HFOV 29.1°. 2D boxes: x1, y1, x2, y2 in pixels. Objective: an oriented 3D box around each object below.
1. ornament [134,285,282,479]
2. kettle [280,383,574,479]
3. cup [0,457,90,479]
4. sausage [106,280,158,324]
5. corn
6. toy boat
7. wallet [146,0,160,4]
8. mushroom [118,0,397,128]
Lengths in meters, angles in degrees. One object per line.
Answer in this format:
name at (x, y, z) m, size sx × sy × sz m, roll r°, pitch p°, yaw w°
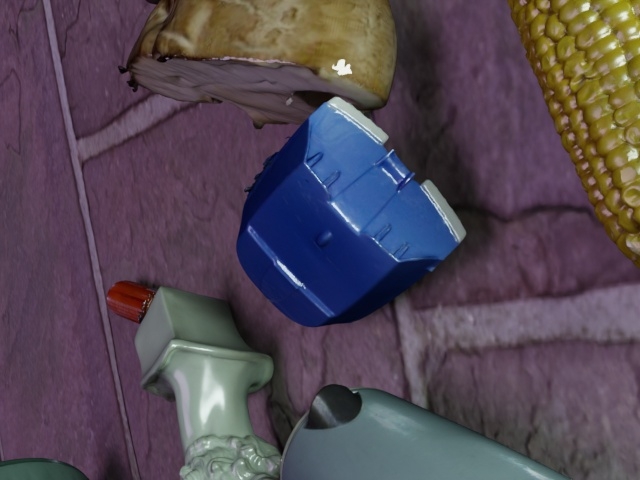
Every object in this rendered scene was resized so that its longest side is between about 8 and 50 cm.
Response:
ornament at (-0.090, 0.159, 1.068) m, size 0.120 × 0.130 × 0.285 m, roll -52°, pitch 52°, yaw 37°
kettle at (0.083, 0.205, 0.786) m, size 0.211 × 0.160 × 0.243 m, roll 60°, pitch 167°, yaw -23°
cup at (-0.312, 0.496, 1.471) m, size 0.310 × 0.401 × 0.392 m, roll -50°, pitch 53°, yaw 13°
sausage at (-0.197, 0.068, 1.316) m, size 0.048 × 0.050 × 0.145 m, roll 45°, pitch 163°, yaw -26°
corn at (0.149, -0.088, 0.597) m, size 0.097 × 0.097 × 0.262 m, roll -53°, pitch 52°, yaw 53°
toy boat at (0.000, 0.000, 0.896) m, size 0.129 × 0.088 × 0.295 m, roll 46°, pitch 156°, yaw 1°
wallet at (-0.092, -0.310, 0.935) m, size 0.229 × 0.049 × 0.182 m, roll 117°, pitch 164°, yaw -53°
mushroom at (-0.037, -0.168, 0.893) m, size 0.285 × 0.156 × 0.151 m, roll 10°, pitch 82°, yaw 55°
